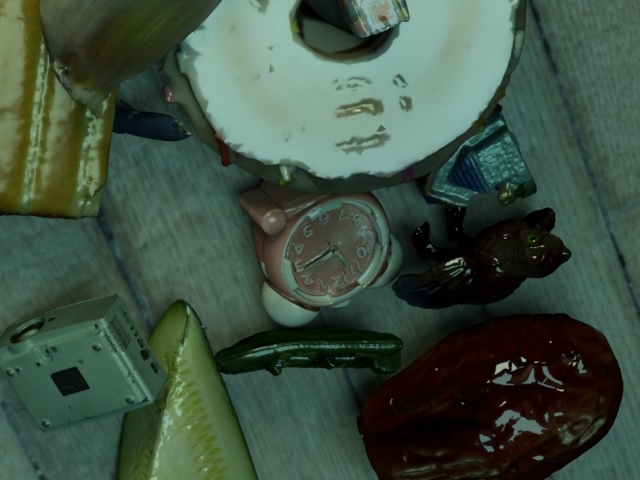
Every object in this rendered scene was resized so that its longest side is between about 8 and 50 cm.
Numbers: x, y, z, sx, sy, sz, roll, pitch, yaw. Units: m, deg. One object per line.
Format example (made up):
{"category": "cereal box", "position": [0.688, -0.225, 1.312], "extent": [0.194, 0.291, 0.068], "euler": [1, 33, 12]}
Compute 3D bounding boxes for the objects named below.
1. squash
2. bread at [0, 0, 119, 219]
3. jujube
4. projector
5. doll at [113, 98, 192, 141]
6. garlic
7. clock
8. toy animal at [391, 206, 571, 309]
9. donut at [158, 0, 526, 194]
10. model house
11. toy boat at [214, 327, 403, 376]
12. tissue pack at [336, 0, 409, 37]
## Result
{"category": "squash", "position": [-0.183, 0.195, 1.886], "extent": [0.169, 0.093, 0.252], "euler": [-28, 115, -23]}
{"category": "bread", "position": [-0.324, -0.138, 1.734], "extent": [0.239, 0.111, 0.246], "euler": [3, 104, -19]}
{"category": "jujube", "position": [0.186, 0.181, 1.954], "extent": [0.290, 0.197, 0.197], "euler": [-21, 111, 2]}
{"category": "projector", "position": [-0.249, 0.129, 1.826], "extent": [0.147, 0.061, 0.115], "euler": [-17, 114, 26]}
{"category": "doll", "position": [-0.177, -0.118, 1.788], "extent": [0.027, 0.125, 0.037], "euler": [-59, 136, -22]}
{"category": "garlic", "position": [-0.149, -0.245, 1.639], "extent": [0.267, 0.148, 0.128], "euler": [-28, 72, 8]}
{"category": "clock", "position": [0.000, 0.000, 1.899], "extent": [0.166, 0.093, 0.162], "euler": [-25, 121, -16]}
{"category": "toy animal", "position": [0.191, 0.029, 1.913], "extent": [0.218, 0.179, 0.116], "euler": [-23, 115, -37]}
{"category": "donut", "position": [0.017, -0.230, 1.775], "extent": [0.383, 0.142, 0.382], "euler": [-1, 101, -4]}
{"category": "model house", "position": [0.139, -0.078, 1.898], "extent": [0.149, 0.148, 0.119], "euler": [-24, 117, 4]}
{"category": "toy boat", "position": [-0.013, 0.121, 1.921], "extent": [0.210, 0.104, 0.052], "euler": [-1, 79, -19]}
{"category": "tissue pack", "position": [0.028, -0.266, 1.640], "extent": [0.060, 0.108, 0.148], "euler": [-23, 103, 2]}
